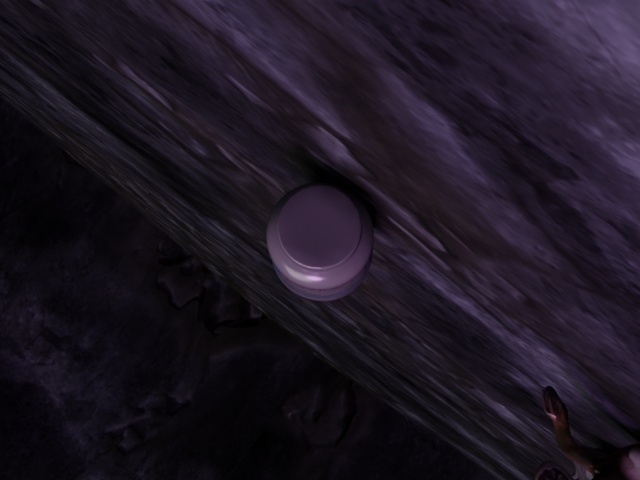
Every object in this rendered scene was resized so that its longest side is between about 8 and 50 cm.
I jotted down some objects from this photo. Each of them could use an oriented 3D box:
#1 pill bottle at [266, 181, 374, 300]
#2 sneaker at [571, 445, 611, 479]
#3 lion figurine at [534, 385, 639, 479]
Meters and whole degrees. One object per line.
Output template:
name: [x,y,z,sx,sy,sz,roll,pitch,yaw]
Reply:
pill bottle: [0.000,0.000,1.357,0.087,0.087,0.160,35,174,5]
sneaker: [0.349,0.295,1.829,0.229,0.086,0.132,51,172,-31]
lion figurine: [0.351,0.279,1.518,0.392,0.142,0.240,49,-173,13]
